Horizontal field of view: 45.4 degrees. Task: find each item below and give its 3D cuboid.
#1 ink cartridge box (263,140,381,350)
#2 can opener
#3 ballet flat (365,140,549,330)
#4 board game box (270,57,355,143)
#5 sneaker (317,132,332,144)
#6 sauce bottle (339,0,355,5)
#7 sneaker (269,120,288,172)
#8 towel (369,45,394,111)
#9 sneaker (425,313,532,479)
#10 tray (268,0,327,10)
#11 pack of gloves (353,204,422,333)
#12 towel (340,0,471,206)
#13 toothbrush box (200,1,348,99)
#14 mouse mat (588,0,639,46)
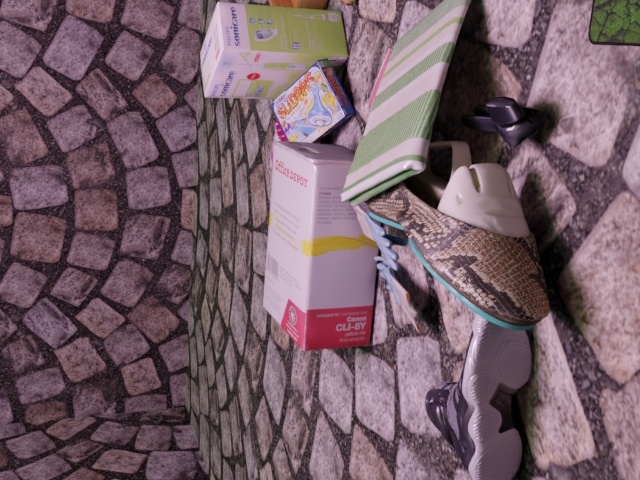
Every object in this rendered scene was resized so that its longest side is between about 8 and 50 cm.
[{"bbox_3d":[0.000,0.000,1.612,0.279,0.160,0.384,-142,54,-64],"label":"ink cartridge box"},{"bbox_3d":[0.253,-0.173,1.070,0.073,0.059,0.186,65,175,-15],"label":"can opener"},{"bbox_3d":[0.190,-0.052,1.119,0.483,0.164,0.182,-128,50,-64],"label":"ballet flat"},{"bbox_3d":[-0.021,-0.293,1.695,0.201,0.035,0.136,-32,83,50],"label":"board game box"},{"bbox_3d":[0.003,-0.251,1.766,0.058,0.052,0.135,-35,66,55],"label":"sneaker"},{"bbox_3d":[0.074,-0.530,1.551,0.128,0.042,0.042,136,129,-62],"label":"sauce bottle"},{"bbox_3d":[-0.071,-0.176,1.907,0.111,0.103,0.252,120,150,-62],"label":"sneaker"},{"bbox_3d":[0.138,-0.243,1.418,0.144,0.029,0.197,113,151,-49],"label":"towel"},{"bbox_3d":[0.219,0.209,1.109,0.153,0.101,0.268,-156,64,-65],"label":"sneaker"},{"bbox_3d":[-0.073,-0.669,1.899,0.203,0.076,0.411,110,152,-46],"label":"tray"},{"bbox_3d":[0.131,0.031,1.365,0.232,0.046,0.195,-121,7,-69],"label":"pack of gloves"},{"bbox_3d":[0.139,-0.224,1.216,0.248,0.038,0.325,-26,42,65],"label":"towel"},{"bbox_3d":[-0.108,-0.414,1.704,0.206,0.283,0.122,136,130,-63],"label":"toothbrush box"},{"bbox_3d":[0.361,-0.288,0.829,0.190,0.007,0.152,-143,55,-64],"label":"mouse mat"}]
